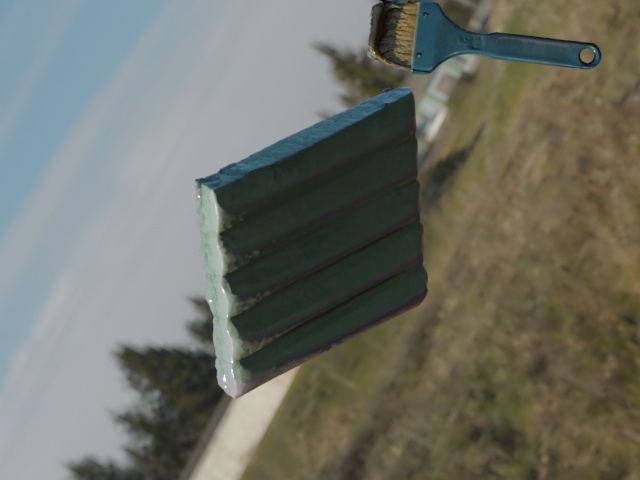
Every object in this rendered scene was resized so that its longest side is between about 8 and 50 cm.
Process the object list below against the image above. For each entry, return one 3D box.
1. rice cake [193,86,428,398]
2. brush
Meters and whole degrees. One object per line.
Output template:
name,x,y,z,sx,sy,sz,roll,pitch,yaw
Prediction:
rice cake,0.000,0.000,1.238,0.198,0.037,0.189,-19,-67,-36
brush,0.115,-0.137,1.182,0.014,0.164,0.051,167,109,-88
